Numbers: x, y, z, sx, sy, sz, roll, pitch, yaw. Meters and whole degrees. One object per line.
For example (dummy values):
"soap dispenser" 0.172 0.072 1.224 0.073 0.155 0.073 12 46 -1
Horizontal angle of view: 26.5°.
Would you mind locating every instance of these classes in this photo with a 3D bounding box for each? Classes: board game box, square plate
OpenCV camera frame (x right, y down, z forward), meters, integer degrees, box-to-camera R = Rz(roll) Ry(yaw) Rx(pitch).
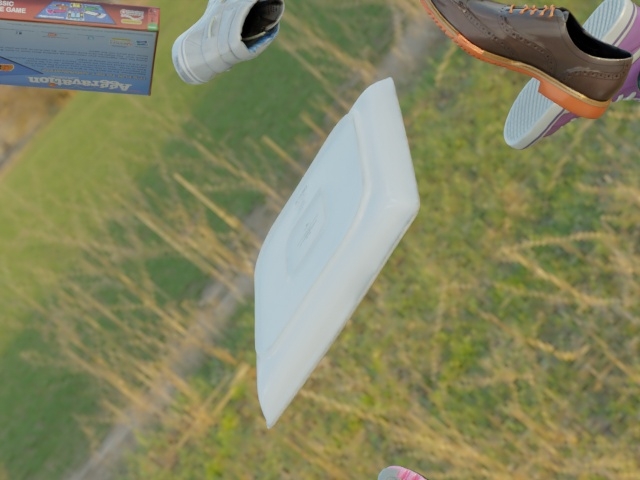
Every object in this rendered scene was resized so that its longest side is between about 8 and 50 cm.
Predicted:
"board game box" -0.290 -0.180 1.229 0.145 0.281 0.027 119 153 -69
"square plate" 0.000 0.000 1.659 0.347 0.049 0.344 -57 20 26

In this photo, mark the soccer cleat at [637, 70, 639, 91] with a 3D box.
"soccer cleat" 0.533 -0.274 1.964 0.179 0.060 0.072 -40 8 -5

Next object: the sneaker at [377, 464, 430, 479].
"sneaker" 0.101 0.225 1.134 0.047 0.119 0.057 -57 -5 12

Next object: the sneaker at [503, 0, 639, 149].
"sneaker" 0.419 -0.220 2.070 0.282 0.161 0.102 -47 30 20

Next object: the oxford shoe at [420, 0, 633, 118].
"oxford shoe" 0.246 -0.255 1.627 0.098 0.271 0.097 -58 5 38

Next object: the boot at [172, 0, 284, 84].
"boot" -0.093 -0.300 1.822 0.123 0.095 0.258 -13 33 32
